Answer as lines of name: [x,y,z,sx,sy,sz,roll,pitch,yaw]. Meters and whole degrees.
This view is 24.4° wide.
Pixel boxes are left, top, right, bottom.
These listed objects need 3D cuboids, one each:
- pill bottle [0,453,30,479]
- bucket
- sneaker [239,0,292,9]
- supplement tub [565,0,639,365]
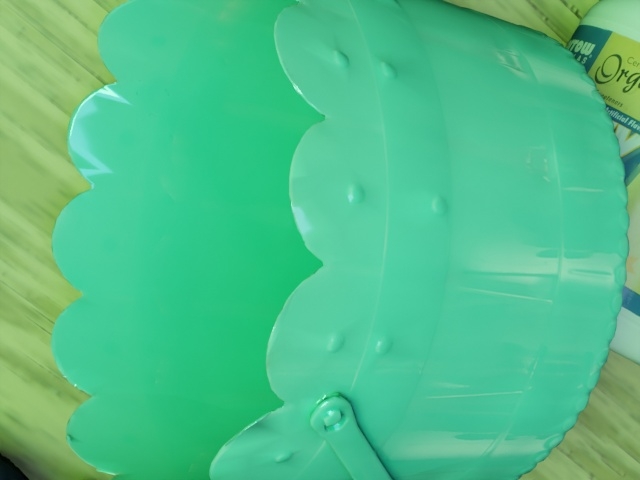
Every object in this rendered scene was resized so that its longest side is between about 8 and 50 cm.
pill bottle: [-0.189,0.169,0.722,0.123,0.219,0.123,-4,104,-15]
bucket: [0.000,0.000,0.710,0.183,0.281,0.281,8,101,-28]
sneaker: [-0.118,-0.203,0.736,0.281,0.105,0.115,16,65,-18]
supplement tub: [0.180,-0.044,0.814,0.144,0.144,0.200,29,93,-19]
